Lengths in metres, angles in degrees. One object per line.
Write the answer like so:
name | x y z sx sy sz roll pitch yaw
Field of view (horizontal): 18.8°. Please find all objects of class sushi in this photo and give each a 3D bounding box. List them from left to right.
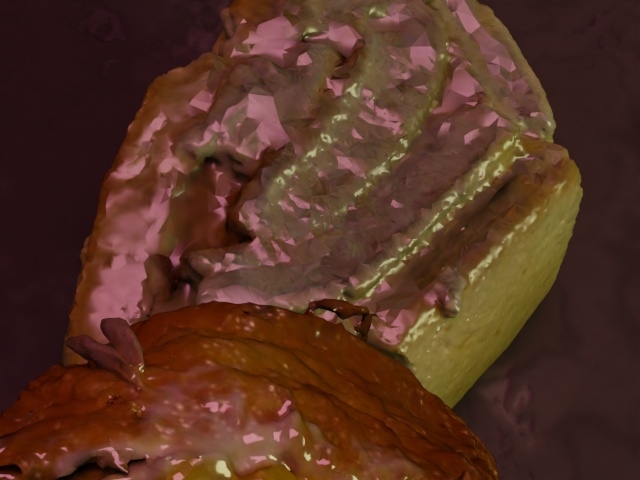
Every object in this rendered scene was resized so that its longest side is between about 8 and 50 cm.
sushi | -0.004 0.133 0.705 0.167 0.296 0.179 -44 33 11

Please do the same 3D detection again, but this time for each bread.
bread | 0.000 0.000 0.849 0.186 0.124 0.257 31 59 11
